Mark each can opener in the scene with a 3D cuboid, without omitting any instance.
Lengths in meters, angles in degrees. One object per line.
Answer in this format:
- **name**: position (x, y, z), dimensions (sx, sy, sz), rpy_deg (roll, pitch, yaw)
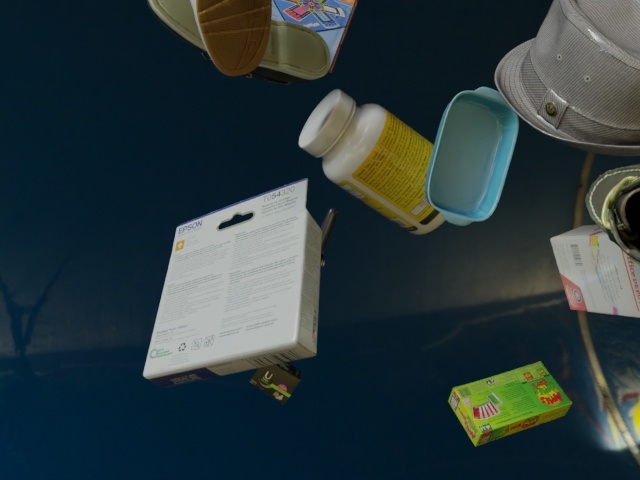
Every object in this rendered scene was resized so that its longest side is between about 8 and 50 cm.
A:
- **can opener**: position (0.000, 0.000, 1.573), dimensions (0.073, 0.059, 0.186), rpy_deg (25, -76, -2)

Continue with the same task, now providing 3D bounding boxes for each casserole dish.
- **casserole dish**: position (0.202, -0.114, 0.832), dimensions (0.114, 0.037, 0.188), rpy_deg (14, -86, -19)

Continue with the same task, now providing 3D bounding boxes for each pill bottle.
- **pill bottle**: position (0.128, -0.168, 1.287), dimensions (0.334, 0.188, 0.187), rpy_deg (32, -78, -21)

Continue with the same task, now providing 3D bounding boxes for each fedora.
- **fedora**: position (0.349, -0.229, 0.728), dimensions (0.244, 0.275, 0.124), rpy_deg (-18, -38, -6)

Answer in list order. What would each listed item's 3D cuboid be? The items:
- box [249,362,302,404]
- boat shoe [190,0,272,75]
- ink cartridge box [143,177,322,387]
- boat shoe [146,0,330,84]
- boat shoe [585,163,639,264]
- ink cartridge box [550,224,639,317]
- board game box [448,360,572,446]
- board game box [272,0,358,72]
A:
- **box**: position (-0.086, 0.268, 1.187), dimensions (0.083, 0.052, 0.062), rpy_deg (32, -83, 1)
- **boat shoe**: position (-0.129, -0.347, 0.749), dimensions (0.098, 0.096, 0.277), rpy_deg (-20, -54, -19)
- **ink cartridge box**: position (-0.149, 0.077, 1.089), dimensions (0.324, 0.330, 0.071), rpy_deg (-17, -41, 27)
- **boat shoe**: position (-0.146, -0.342, 1.028), dimensions (0.340, 0.113, 0.127), rpy_deg (3, -97, -39)
- **boat shoe**: position (0.327, -0.025, 0.570), dimensions (0.091, 0.305, 0.109), rpy_deg (18, -76, -7)
- **ink cartridge box**: position (0.411, 0.037, 0.811), dimensions (0.067, 0.198, 0.115), rpy_deg (-18, -86, -16)
- **board game box**: position (0.323, 0.277, 1.039), dimensions (0.182, 0.092, 0.043), rpy_deg (-12, -45, -17)
- **board game box**: position (-0.080, -0.443, 1.179), dimensions (0.145, 0.281, 0.027), rpy_deg (-69, -13, 14)
